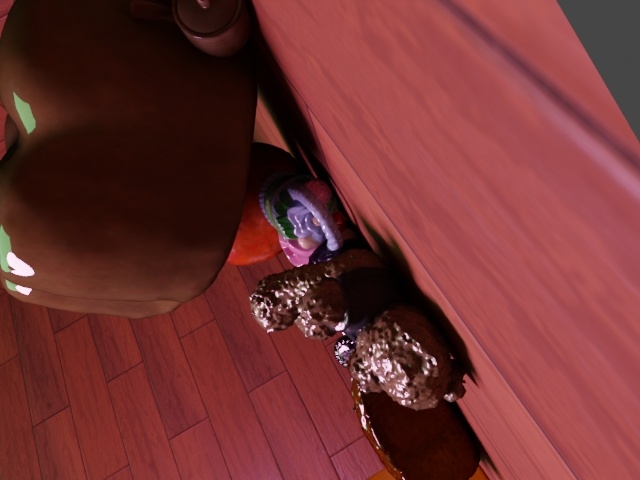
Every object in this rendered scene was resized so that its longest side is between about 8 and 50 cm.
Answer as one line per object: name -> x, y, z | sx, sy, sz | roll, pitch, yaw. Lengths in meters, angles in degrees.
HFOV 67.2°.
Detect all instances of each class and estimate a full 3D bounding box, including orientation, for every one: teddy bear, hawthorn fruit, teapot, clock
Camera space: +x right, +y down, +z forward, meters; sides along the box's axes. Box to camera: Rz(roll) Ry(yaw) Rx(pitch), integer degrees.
teddy bear -> 0.036, 0.074, 0.495 | 0.181, 0.129, 0.251 | 22, -179, -44
hawthorn fruit -> -0.144, -0.049, 0.845 | 0.211, 0.299, 0.211 | 48, 162, 21
teapot -> -0.121, -0.222, 0.459 | 0.080, 0.110, 0.085 | 42, -129, -84
clock -> 0.000, 0.000, 0.672 | 0.194, 0.100, 0.195 | 60, 170, -30

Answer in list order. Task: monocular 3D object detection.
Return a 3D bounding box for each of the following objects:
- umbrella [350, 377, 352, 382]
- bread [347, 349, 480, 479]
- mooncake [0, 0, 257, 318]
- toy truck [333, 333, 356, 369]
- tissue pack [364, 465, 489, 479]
umbrella -> 0.122, 0.278, 1.042 | 0.090, 0.094, 0.326 | 33, -168, 6
bread -> 0.132, 0.271, 0.740 | 0.247, 0.135, 0.232 | 59, 178, 18
mooncake -> -0.277, -0.123, 0.644 | 0.262, 0.467, 0.467 | 6, -146, -33
toy truck -> 0.062, 0.139, 0.895 | 0.286, 0.111, 0.136 | 51, -151, 1
tissue pack -> 0.186, 0.509, 0.863 | 0.145, 0.274, 0.194 | 61, 178, -36
